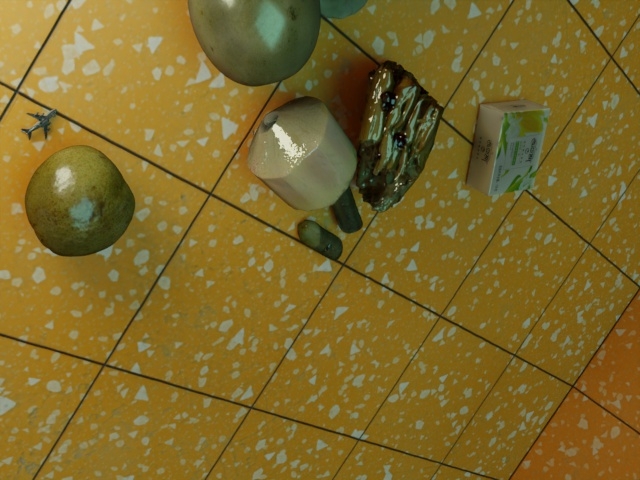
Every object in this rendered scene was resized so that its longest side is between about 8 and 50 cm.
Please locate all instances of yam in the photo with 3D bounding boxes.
[{"bbox_3d":[0.000,0.000,1.954,0.146,0.070,0.070,32,94,-42],"label":"yam"},{"bbox_3d":[0.062,-0.096,1.948,0.068,0.068,0.169,-35,128,-15],"label":"yam"}]

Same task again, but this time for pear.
[{"bbox_3d":[-0.501,-0.072,1.489,0.211,0.188,0.228,-47,132,-21],"label":"pear"}]

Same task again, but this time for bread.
[{"bbox_3d":[0.189,-0.247,1.792,0.191,0.314,0.370,10,109,3],"label":"bread"}]

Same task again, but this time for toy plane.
[{"bbox_3d":[-0.565,-0.238,1.467,0.084,0.024,0.078,-38,148,-12],"label":"toy plane"}]

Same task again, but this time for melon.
[{"bbox_3d":[-0.136,-0.484,1.475,0.268,0.268,0.330,-22,105,-24],"label":"melon"}]

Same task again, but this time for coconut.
[{"bbox_3d":[-0.052,-0.211,1.705,0.239,0.239,0.244,-46,130,-5],"label":"coconut"}]

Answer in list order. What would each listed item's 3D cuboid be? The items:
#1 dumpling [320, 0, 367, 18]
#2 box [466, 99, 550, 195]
[{"bbox_3d":[0.093,-0.633,1.556,0.320,0.212,0.270,36,62,-42],"label":"dumpling"},{"bbox_3d":[0.558,-0.279,2.165,0.194,0.111,0.260,-12,118,-30],"label":"box"}]
